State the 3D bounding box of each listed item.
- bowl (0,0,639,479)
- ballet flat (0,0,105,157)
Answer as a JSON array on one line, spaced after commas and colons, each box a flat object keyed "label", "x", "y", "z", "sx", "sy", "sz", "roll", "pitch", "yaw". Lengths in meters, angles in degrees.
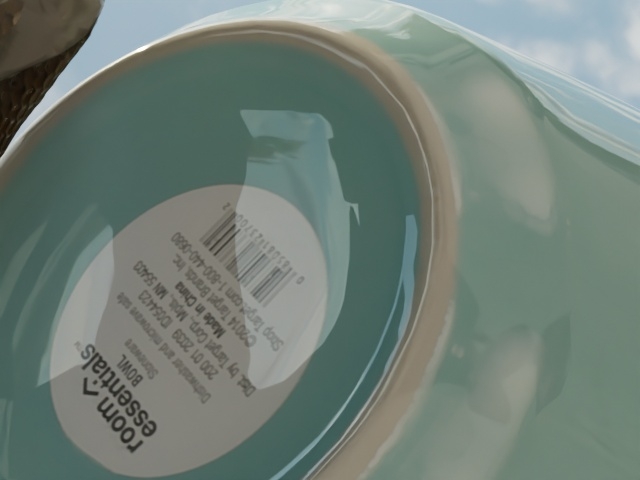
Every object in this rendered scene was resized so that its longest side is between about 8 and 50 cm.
[{"label": "bowl", "x": -0.007, "y": 0.047, "z": 0.512, "sx": 0.163, "sy": 0.311, "sz": 0.311, "roll": 45, "pitch": -135, "yaw": -49}, {"label": "ballet flat", "x": -0.118, "y": -0.030, "z": 0.454, "sx": 0.084, "sy": 0.058, "sz": 0.250, "roll": 28, "pitch": -130, "yaw": -21}]
